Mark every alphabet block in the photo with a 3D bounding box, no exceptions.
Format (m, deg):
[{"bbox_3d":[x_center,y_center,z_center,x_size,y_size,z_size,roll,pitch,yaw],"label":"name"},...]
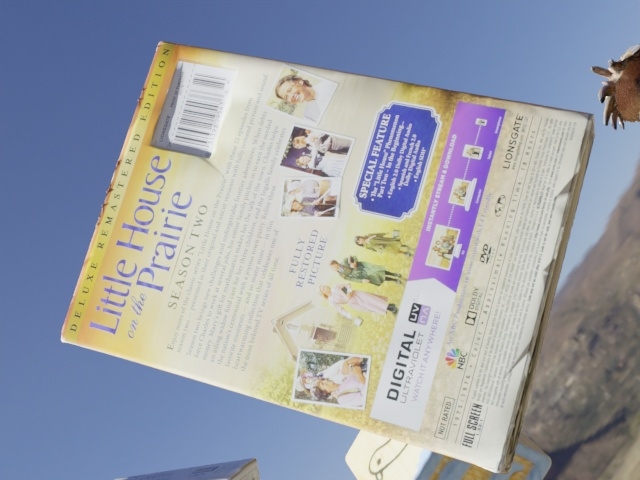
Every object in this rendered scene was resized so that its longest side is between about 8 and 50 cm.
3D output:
[{"bbox_3d":[0.183,0.324,1.458,0.192,0.193,0.197,-59,22,4],"label":"alphabet block"}]

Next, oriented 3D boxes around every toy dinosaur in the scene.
[{"bbox_3d":[0.391,-0.184,1.038,0.127,0.200,0.296,-59,-14,-21],"label":"toy dinosaur"}]

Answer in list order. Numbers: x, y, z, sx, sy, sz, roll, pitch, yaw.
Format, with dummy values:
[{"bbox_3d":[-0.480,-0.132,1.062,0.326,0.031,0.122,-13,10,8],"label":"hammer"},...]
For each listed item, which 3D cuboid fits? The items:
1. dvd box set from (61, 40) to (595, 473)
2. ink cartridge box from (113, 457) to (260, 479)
[{"bbox_3d":[0.000,0.000,0.883,0.062,0.420,0.308,42,-117,-68],"label":"dvd box set"},{"bbox_3d":[-0.197,0.459,1.265,0.271,0.310,0.130,-10,-3,11],"label":"ink cartridge box"}]
